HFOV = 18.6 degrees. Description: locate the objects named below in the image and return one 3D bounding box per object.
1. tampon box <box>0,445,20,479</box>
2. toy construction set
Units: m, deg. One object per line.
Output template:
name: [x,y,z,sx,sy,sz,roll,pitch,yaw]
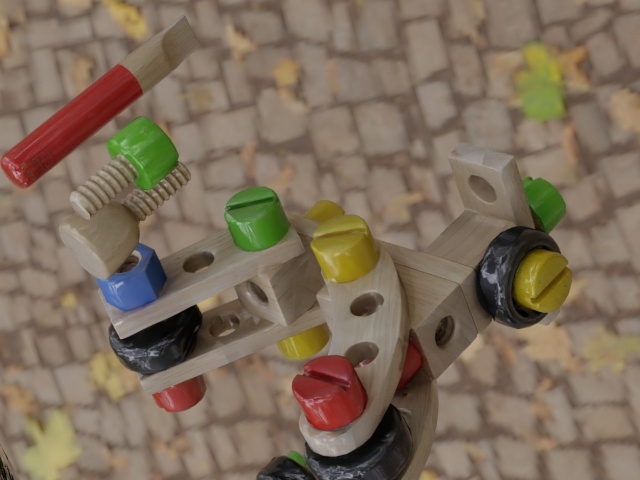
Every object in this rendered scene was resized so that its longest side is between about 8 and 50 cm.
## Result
tampon box: [-0.169,0.111,0.695,0.101,0.120,0.161,-118,4,-57]
toy construction set: [0.000,0.000,1.140,0.309,0.237,0.257,53,160,-14]
